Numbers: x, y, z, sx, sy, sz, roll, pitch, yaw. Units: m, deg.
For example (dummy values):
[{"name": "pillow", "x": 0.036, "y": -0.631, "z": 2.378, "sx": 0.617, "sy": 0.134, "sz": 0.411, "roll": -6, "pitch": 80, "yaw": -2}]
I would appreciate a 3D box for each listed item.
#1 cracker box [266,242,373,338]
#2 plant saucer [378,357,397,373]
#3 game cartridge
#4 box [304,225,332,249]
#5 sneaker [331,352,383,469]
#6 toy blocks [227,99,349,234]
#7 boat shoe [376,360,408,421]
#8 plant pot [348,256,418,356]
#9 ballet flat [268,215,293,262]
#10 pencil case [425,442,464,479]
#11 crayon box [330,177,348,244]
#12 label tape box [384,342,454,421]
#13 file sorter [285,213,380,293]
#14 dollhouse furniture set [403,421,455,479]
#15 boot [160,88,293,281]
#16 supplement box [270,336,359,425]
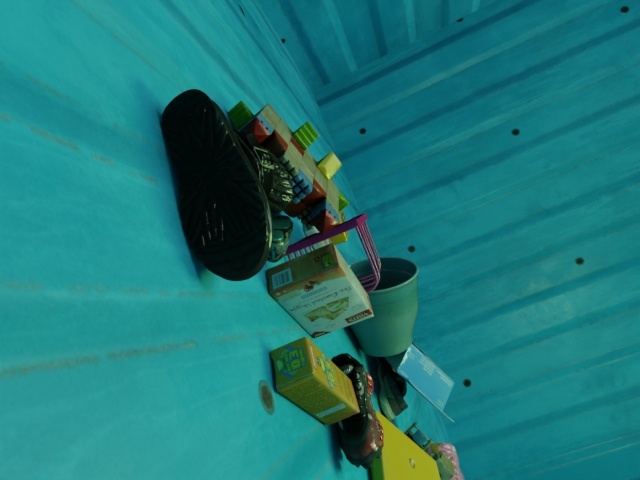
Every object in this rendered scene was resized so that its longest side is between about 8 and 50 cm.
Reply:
[{"name": "cracker box", "x": 0.005, "y": 0.117, "z": 1.016, "sx": 0.232, "sy": 0.155, "sz": 0.067, "roll": 54, "pitch": 17, "yaw": -48}, {"name": "plant saucer", "x": 0.270, "y": 0.462, "z": 1.913, "sx": 0.278, "sy": 0.041, "sz": 0.278, "roll": -22, "pitch": 90, "yaw": -79}, {"name": "game cartridge", "x": 0.218, "y": 0.621, "z": 1.136, "sx": 0.285, "sy": 0.052, "sz": 0.324, "roll": 45, "pitch": 21, "yaw": -21}, {"name": "box", "x": 0.000, "y": 0.000, "z": 1.547, "sx": 0.186, "sy": 0.038, "sz": 0.145, "roll": 60, "pitch": 13, "yaw": -29}, {"name": "sneaker", "x": 0.065, "y": 0.347, "z": 1.001, "sx": 0.276, "sy": 0.097, "sz": 0.135, "roll": -94, "pitch": 159, "yaw": -65}, {"name": "toy blocks", "x": -0.080, "y": -0.160, "z": 1.100, "sx": 0.381, "sy": 0.190, "sz": 0.261, "roll": 49, "pitch": 17, "yaw": -17}, {"name": "boat shoe", "x": 0.250, "y": 0.500, "z": 1.591, "sx": 0.285, "sy": 0.092, "sz": 0.103, "roll": -67, "pitch": 133, "yaw": -75}, {"name": "plant pot", "x": 0.195, "y": 0.221, "z": 1.507, "sx": 0.272, "sy": 0.271, "sz": 0.256, "roll": -78, "pitch": 158, "yaw": -72}, {"name": "ballet flat", "x": -0.098, "y": -0.002, "z": 1.050, "sx": 0.188, "sy": 0.070, "sz": 0.070, "roll": -75, "pitch": 141, "yaw": -70}, {"name": "pencil case", "x": 0.438, "y": 0.882, "z": 1.571, "sx": 0.386, "sy": 0.159, "sz": 0.167, "roll": -100, "pitch": -154, "yaw": -51}, {"name": "crayon box", "x": 0.033, "y": -0.111, "z": 1.733, "sx": 0.203, "sy": 0.083, "sz": 0.323, "roll": -70, "pitch": 143, "yaw": -75}, {"name": "label tape box", "x": 0.330, "y": 0.435, "z": 1.618, "sx": 0.249, "sy": 0.115, "sz": 0.347, "roll": 43, "pitch": -4, "yaw": -20}, {"name": "file sorter", "x": 0.051, "y": 0.053, "z": 1.252, "sx": 0.290, "sy": 0.201, "sz": 0.183, "roll": -33, "pitch": 101, "yaw": -79}, {"name": "dollhouse furniture set", "x": 0.324, "y": 0.715, "z": 1.519, "sx": 0.184, "sy": 0.129, "sz": 0.129, "roll": 45, "pitch": 3, "yaw": 22}, {"name": "boot", "x": -0.129, "y": -0.074, "z": 0.822, "sx": 0.260, "sy": 0.131, "sz": 0.348, "roll": 42, "pitch": 27, "yaw": -66}, {"name": "supplement box", "x": -0.006, "y": 0.268, "z": 0.871, "sx": 0.233, "sy": 0.080, "sz": 0.078, "roll": 52, "pitch": 16, "yaw": -48}]
